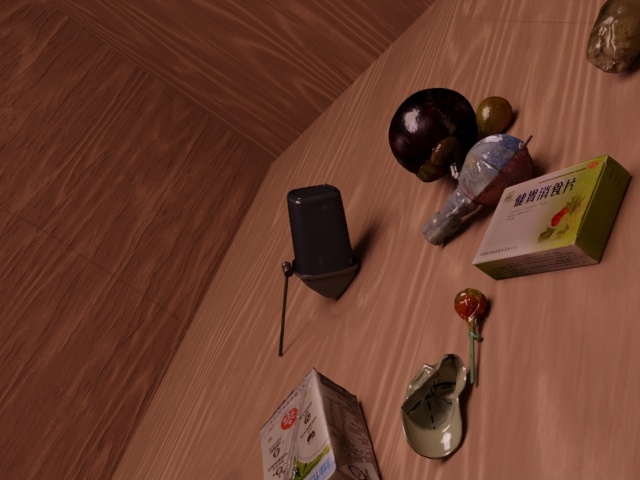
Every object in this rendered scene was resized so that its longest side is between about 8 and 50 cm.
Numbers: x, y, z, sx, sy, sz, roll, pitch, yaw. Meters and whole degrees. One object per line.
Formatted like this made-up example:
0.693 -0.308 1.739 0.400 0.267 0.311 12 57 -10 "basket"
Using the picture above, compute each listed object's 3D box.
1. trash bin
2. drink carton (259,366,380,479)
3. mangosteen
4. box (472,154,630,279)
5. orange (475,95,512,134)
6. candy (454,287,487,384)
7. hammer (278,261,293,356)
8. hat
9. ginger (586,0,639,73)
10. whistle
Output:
0.000 0.000 1.980 0.182 0.291 0.209 -11 14 -6 "trash bin"
-0.005 0.420 1.348 0.194 0.132 0.324 -52 18 12 "drink carton"
0.285 -0.242 1.716 0.228 0.228 0.266 -47 46 29 "mangosteen"
0.389 -0.032 1.219 0.175 0.062 0.260 -62 16 -20 "box"
0.405 -0.291 1.659 0.095 0.085 0.085 -59 16 -21 "orange"
0.263 0.166 1.237 0.060 0.060 0.201 -42 27 40 "candy"
-0.104 0.203 2.018 0.058 0.029 0.292 -111 25 -67 "hammer"
0.196 0.282 1.176 0.122 0.081 0.166 -15 45 9 "hat"
0.594 -0.435 1.345 0.263 0.109 0.116 -56 -11 -4 "ginger"
0.326 -0.103 1.466 0.346 0.133 0.142 -53 16 46 "whistle"
